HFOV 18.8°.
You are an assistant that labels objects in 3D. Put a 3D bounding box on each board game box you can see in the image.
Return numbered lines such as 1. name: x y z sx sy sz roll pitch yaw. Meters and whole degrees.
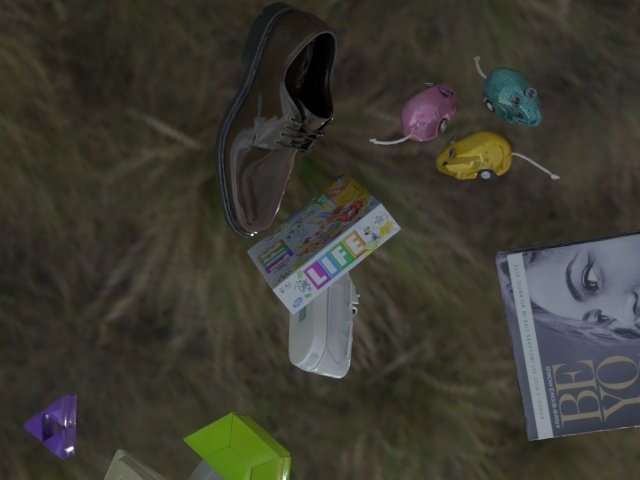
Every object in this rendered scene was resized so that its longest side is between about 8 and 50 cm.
1. board game box: 0.000 0.000 1.493 0.103 0.154 0.026 -39 104 -1

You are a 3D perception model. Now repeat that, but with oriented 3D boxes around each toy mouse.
1. toy mouse: 0.123 -0.112 1.600 0.161 0.143 0.031 0 140 16

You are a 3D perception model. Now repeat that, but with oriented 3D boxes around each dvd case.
1. dvd case: 0.262 0.070 1.546 0.221 0.018 0.164 -8 108 9

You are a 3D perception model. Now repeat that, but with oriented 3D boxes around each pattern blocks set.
1. pattern blocks set: -0.108 0.242 1.293 0.285 0.325 0.026 -52 152 17

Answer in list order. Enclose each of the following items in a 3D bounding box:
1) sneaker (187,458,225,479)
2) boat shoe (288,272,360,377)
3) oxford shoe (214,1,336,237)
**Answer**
1. sneaker: -0.089 0.296 1.389 0.106 0.123 0.290 9 113 -27
2. boat shoe: 0.010 0.063 2.008 0.063 0.184 0.066 27 128 -24
3. oxford shoe: -0.039 -0.106 1.837 0.083 0.096 0.227 1 108 -41
